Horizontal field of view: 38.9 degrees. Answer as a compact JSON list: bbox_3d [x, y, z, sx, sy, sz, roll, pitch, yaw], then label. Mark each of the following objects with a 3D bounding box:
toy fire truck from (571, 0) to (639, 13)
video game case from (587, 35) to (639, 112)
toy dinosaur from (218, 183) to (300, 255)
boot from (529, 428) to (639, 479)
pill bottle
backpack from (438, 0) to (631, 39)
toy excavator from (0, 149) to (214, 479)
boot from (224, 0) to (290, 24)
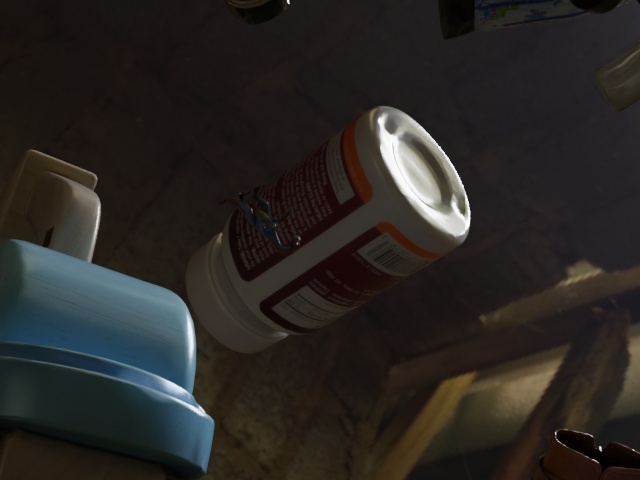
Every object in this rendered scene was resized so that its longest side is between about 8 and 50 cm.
[{"bbox_3d":[0.292,-0.344,0.823,0.217,0.158,0.246,19,-78,51],"label":"toy fire truck"},{"bbox_3d":[0.239,-0.139,0.483,0.206,0.026,0.227,-33,-179,19],"label":"video game case"},{"bbox_3d":[-0.058,-0.020,0.990,0.047,0.082,0.090,-24,-175,-38],"label":"toy dinosaur"},{"bbox_3d":[0.379,0.359,1.114,0.109,0.283,0.220,-41,147,-66],"label":"boot"},{"bbox_3d":[0.000,0.000,1.314,0.392,0.224,0.224,-33,-160,31],"label":"pill bottle"},{"bbox_3d":[0.376,-0.480,1.436,0.273,0.355,0.290,101,-8,-82],"label":"backpack"},{"bbox_3d":[-0.221,0.080,0.751,0.433,0.222,0.445,-28,-135,53],"label":"toy excavator"},{"bbox_3d":[-0.099,-0.294,0.794,0.077,0.137,0.198,-37,-129,-11],"label":"boot"}]
